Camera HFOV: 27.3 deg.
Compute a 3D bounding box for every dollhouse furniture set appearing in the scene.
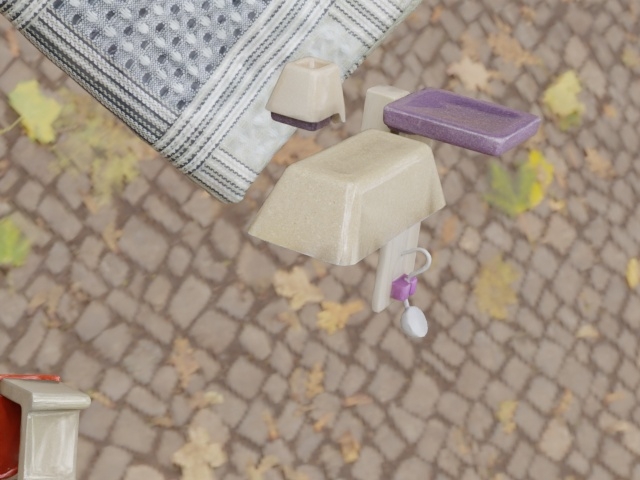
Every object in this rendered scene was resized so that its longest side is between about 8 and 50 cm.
[{"bbox_3d":[0.000,0.000,0.408,0.114,0.091,0.081,-30,134,-56],"label":"dollhouse furniture set"},{"bbox_3d":[-0.315,0.152,0.976,0.259,0.135,0.262,5,85,-35],"label":"dollhouse furniture set"}]

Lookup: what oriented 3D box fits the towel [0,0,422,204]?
[{"bbox_3d":[-0.064,-0.229,0.959,0.324,0.056,0.312,-48,115,-1],"label":"towel"}]
